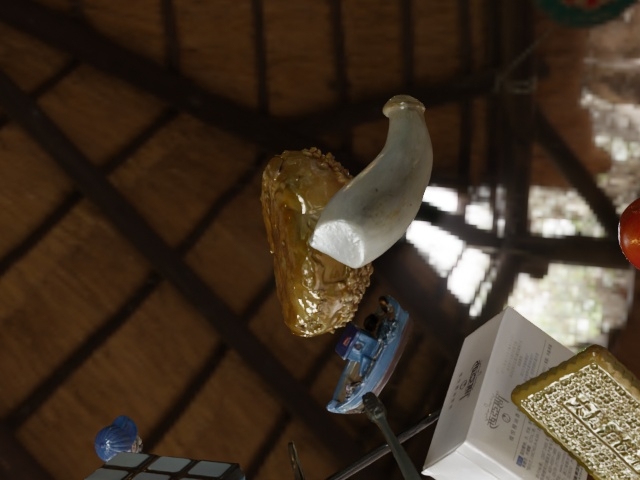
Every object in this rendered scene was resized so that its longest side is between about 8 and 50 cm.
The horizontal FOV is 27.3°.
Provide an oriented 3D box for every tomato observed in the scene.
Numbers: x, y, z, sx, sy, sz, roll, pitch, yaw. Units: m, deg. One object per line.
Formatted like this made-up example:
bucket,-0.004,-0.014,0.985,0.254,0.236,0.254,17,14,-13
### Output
tomato,0.610,-0.016,2.285,0.136,0.195,0.195,68,-153,-12

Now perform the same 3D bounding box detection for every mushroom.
mushroom,0.093,-0.083,1.842,0.270,0.118,0.103,-59,1,-26

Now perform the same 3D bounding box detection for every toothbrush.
toothbrush,0.120,0.310,1.770,0.297,0.030,0.030,60,178,46

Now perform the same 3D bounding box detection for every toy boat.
toy boat,0.073,0.196,2.241,0.223,0.097,0.100,-62,24,6

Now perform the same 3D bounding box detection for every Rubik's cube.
Rubik's cube,-0.181,0.337,1.441,0.160,0.163,0.162,-32,-57,-68

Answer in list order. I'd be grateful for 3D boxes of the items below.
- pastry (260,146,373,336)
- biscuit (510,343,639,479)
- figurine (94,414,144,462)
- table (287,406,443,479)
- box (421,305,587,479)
pastry,0.000,0.000,2.173,0.255,0.161,0.311,119,140,-75
biscuit,0.397,0.258,1.787,0.254,0.172,0.029,42,-139,-14
figurine,-0.381,0.393,2.535,0.149,0.087,0.086,74,179,-68
table,0.115,0.413,1.914,0.317,0.249,0.317,162,90,-88
box,0.290,0.267,1.931,0.116,0.203,0.274,-44,15,44
